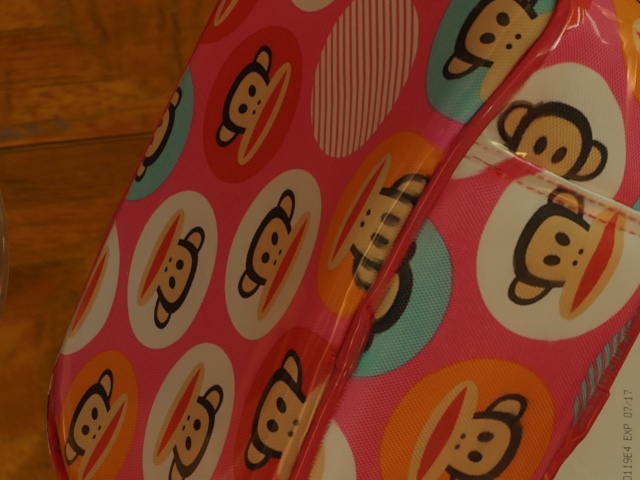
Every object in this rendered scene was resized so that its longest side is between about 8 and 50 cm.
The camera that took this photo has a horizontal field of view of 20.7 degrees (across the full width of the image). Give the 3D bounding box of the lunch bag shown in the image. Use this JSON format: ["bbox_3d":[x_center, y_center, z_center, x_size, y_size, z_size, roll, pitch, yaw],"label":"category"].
[{"bbox_3d":[0.000,0.000,0.668,0.120,0.258,0.293,19,105,-33],"label":"lunch bag"}]

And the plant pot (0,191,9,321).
[{"bbox_3d":[-0.377,0.007,1.163,0.229,0.263,0.263,-9,97,-54],"label":"plant pot"}]

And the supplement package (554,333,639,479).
[{"bbox_3d":[0.089,0.156,0.939,0.134,0.244,0.139,10,54,-2],"label":"supplement package"}]
